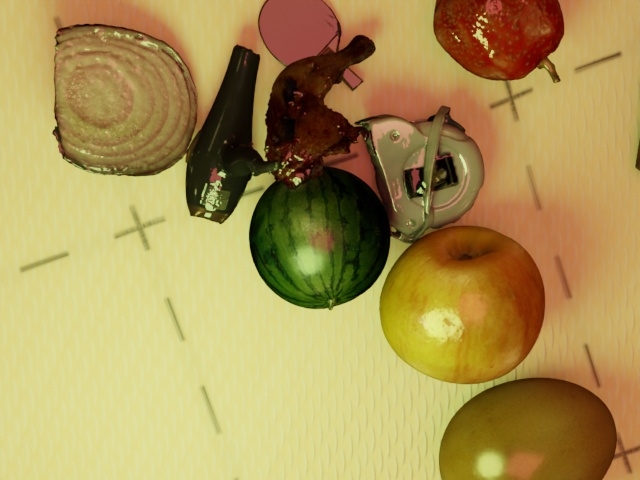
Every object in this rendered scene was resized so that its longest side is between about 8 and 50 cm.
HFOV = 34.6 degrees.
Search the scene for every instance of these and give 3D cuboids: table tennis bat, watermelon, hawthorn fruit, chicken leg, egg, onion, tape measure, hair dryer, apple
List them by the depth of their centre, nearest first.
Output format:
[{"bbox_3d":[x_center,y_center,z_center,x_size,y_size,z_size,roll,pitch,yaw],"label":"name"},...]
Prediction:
[{"bbox_3d":[-0.112,-0.163,1.646,0.120,0.359,0.303,17,91,-24],"label":"hair dryer"},{"bbox_3d":[-0.004,-0.223,1.704,0.178,0.083,0.322,3,58,5],"label":"chicken leg"},{"bbox_3d":[-0.001,-0.005,1.730,0.243,0.242,0.242,-1,97,-5],"label":"watermelon"},{"bbox_3d":[0.314,-0.357,1.737,0.253,0.205,0.205,43,92,-15],"label":"hawthorn fruit"},{"bbox_3d":[0.242,0.104,1.744,0.286,0.286,0.233,2,118,-5],"label":"apple"},{"bbox_3d":[-0.340,-0.229,1.746,0.248,0.111,0.250,1,86,-26],"label":"onion"},{"bbox_3d":[0.185,-0.121,1.792,0.197,0.120,0.236,-17,102,-4],"label":"tape measure"},{"bbox_3d":[-0.013,-0.345,1.795,0.220,0.019,0.130,43,92,-7],"label":"table tennis bat"},{"bbox_3d":[0.364,0.368,1.800,0.323,0.250,0.250,-19,98,-8],"label":"egg"}]

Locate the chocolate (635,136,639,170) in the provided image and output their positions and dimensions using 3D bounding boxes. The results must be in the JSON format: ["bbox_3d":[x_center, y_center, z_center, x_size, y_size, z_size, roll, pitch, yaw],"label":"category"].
[{"bbox_3d":[0.618,-0.275,1.836,0.103,0.065,0.329,1,99,-24],"label":"chocolate"}]
